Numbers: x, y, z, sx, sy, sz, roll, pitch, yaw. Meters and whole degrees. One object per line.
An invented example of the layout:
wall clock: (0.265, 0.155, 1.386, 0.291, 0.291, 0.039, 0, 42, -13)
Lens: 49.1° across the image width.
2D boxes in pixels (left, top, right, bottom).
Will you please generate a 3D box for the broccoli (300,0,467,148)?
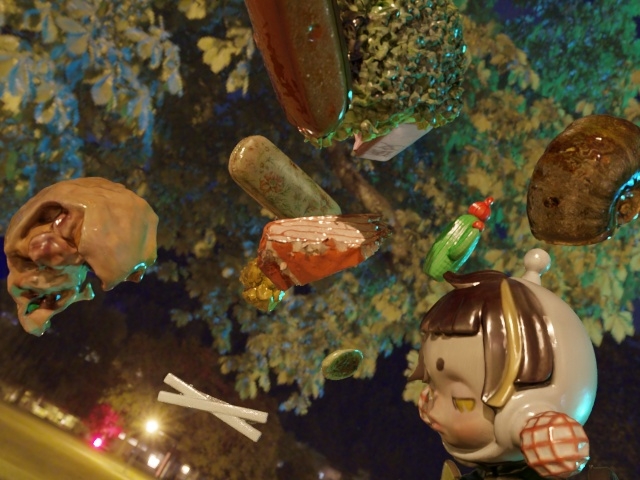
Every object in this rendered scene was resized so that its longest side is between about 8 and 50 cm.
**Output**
broccoli: (0.076, -0.305, 1.122, 0.280, 0.347, 0.293, -12, -87, 41)

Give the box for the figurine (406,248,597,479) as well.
figurine: (0.190, 0.197, 0.688, 0.167, 0.370, 0.281, -5, -4, -15)

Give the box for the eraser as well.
eraser: (0.181, -0.363, 1.691, 0.122, 0.272, 0.359, 7, -8, -12)

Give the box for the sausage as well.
sausage: (-0.033, -0.255, 0.729, 0.102, 0.102, 0.330, 15, -40, 31)

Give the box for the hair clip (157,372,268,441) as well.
hair clip: (-0.106, 0.169, 0.710, 0.115, 0.030, 0.039, 18, -9, 20)

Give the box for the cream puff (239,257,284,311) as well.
cream puff: (-0.153, 0.103, 1.763, 0.116, 0.146, 0.146, 26, -18, -27)

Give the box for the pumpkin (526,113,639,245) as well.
pumpkin: (0.567, -0.150, 1.474, 0.242, 0.325, 0.232, 19, -52, 56)

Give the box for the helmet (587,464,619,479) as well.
helmet: (0.453, 0.349, 0.874, 0.189, 0.193, 0.216, -32, -33, 25)

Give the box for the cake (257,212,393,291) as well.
cake: (-0.001, 0.003, 1.358, 0.287, 0.098, 0.135, -19, -64, 19)

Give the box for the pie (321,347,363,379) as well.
pie: (0.038, 0.223, 1.264, 0.017, 0.085, 0.085, 55, 1, 42)

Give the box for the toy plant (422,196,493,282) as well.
toy plant: (0.343, 0.000, 1.718, 0.088, 0.240, 0.154, 40, 22, -5)

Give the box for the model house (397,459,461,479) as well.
model house: (0.090, 0.458, 0.974, 0.278, 0.205, 0.218, -16, -36, -3)

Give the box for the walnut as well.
walnut: (-0.322, -0.006, 0.900, 0.238, 0.204, 0.141, -29, -55, 25)

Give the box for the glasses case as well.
glasses case: (-0.096, -0.141, 2.071, 0.425, 0.157, 0.098, 41, -21, -33)
